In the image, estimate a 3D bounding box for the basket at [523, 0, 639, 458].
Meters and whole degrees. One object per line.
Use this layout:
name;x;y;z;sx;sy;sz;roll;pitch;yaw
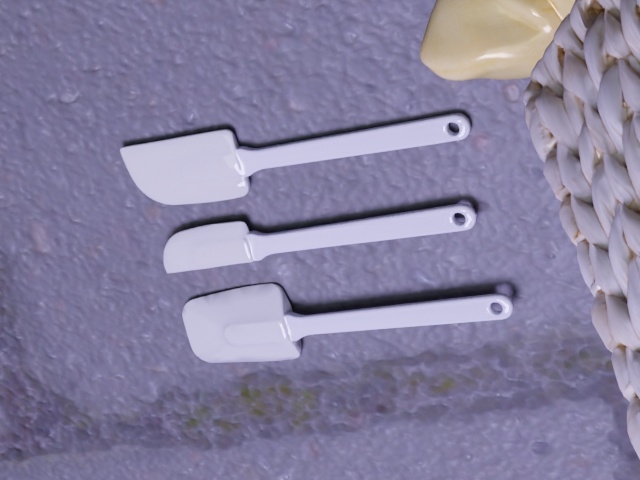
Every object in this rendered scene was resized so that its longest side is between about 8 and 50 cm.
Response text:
basket;0.298;-0.021;0.786;0.331;0.328;0.266;13;133;-24

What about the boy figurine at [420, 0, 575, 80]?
boy figurine;0.181;-0.149;0.971;0.285;0.092;0.177;-26;118;35

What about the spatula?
spatula;0.000;0.000;1.185;0.242;0.019;0.168;-7;109;26
